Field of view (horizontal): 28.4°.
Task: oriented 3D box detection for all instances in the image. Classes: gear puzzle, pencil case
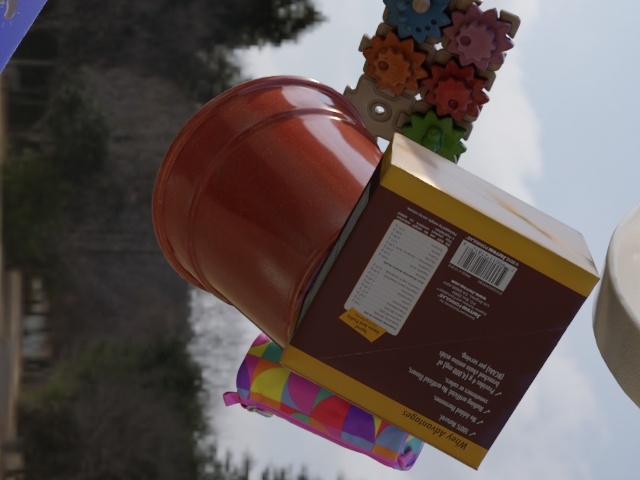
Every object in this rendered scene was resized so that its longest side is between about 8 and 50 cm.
[{"bbox_3d":[0.110,-0.166,1.572,0.044,0.175,0.339,-58,172,-49],"label":"gear puzzle"},{"bbox_3d":[0.012,0.189,1.475,0.104,0.236,0.104,-53,152,-44],"label":"pencil case"}]

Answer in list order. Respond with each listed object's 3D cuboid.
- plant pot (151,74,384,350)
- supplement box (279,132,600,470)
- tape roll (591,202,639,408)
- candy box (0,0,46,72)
[{"bbox_3d":[0.000,0.000,1.311,0.265,0.272,0.272,43,-46,51],"label":"plant pot"},{"bbox_3d":[0.098,0.048,1.066,0.194,0.191,0.129,-61,-176,17],"label":"supplement box"},{"bbox_3d":[0.434,0.075,1.107,0.392,0.392,0.072,-103,-165,-54],"label":"tape roll"},{"bbox_3d":[-0.395,-0.302,1.308,0.268,0.122,0.317,78,33,-60],"label":"candy box"}]
